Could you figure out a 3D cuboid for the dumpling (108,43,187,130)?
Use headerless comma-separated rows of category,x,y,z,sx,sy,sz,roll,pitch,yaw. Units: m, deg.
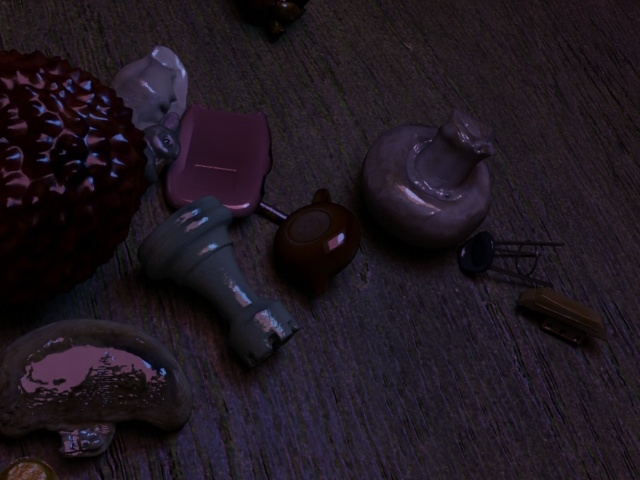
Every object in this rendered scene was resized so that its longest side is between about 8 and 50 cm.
dumpling,-0.362,-0.297,1.999,0.166,0.126,0.216,46,30,-20

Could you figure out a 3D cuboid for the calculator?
calculator,-0.209,-0.169,1.972,0.220,0.048,0.330,8,49,-4

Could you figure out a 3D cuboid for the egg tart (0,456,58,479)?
egg tart,-0.457,0.378,1.474,0.105,0.039,0.105,11,49,-13

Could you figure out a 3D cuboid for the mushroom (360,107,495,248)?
mushroom,0.235,-0.141,1.995,0.297,0.290,0.297,12,49,-14

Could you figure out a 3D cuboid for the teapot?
teapot,0.000,0.000,1.907,0.178,0.135,0.252,-7,43,14

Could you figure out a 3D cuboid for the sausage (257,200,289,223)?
sausage,-0.127,-0.070,1.967,0.198,0.028,0.025,29,30,0

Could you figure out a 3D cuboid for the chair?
chair,0.417,0.030,2.067,0.221,0.095,0.104,5,41,-18

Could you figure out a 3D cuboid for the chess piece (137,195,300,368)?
chess piece,-0.175,0.084,1.737,0.194,0.194,0.299,-34,81,-38

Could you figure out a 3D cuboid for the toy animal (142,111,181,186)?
toy animal,-0.345,-0.179,1.885,0.125,0.127,0.251,44,55,7

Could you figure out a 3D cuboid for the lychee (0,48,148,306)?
lychee,-0.525,-0.094,1.582,0.424,0.500,0.425,53,22,-31

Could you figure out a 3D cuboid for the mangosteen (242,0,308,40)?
mangosteen,-0.110,-0.606,2.295,0.211,0.211,0.250,4,84,-19

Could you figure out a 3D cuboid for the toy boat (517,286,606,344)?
toy boat,0.511,0.161,2.016,0.200,0.077,0.057,26,36,2

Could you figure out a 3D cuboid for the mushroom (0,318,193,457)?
mushroom,-0.372,0.235,1.560,0.344,0.130,0.247,9,47,-15
